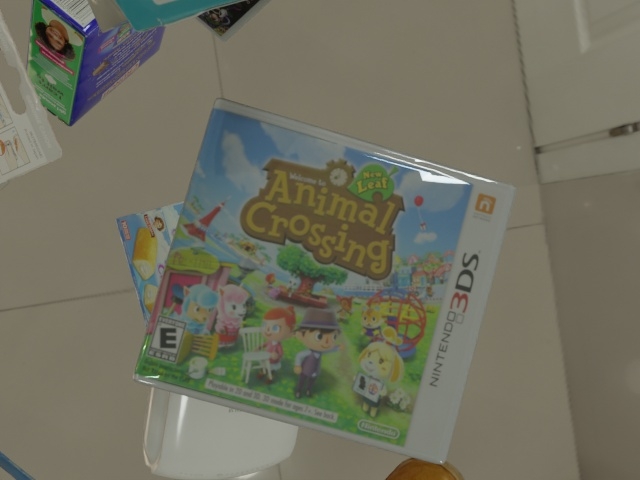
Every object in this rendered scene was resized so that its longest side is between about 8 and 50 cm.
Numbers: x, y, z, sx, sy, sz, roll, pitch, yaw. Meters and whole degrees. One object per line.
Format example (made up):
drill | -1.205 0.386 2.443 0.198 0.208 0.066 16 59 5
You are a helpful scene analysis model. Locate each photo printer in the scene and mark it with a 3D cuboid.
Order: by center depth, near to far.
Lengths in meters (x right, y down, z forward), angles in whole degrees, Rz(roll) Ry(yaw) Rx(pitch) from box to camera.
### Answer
photo printer | -0.144 0.229 1.305 0.256 0.107 0.308 4 104 -31

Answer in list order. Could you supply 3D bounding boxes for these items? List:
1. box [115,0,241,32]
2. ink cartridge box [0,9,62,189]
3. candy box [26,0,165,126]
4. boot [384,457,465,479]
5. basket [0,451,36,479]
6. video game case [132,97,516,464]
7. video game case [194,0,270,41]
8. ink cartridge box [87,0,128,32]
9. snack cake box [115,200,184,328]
box | -0.014 -0.199 0.382 0.060 0.100 0.244 58 39 -39
ink cartridge box | -0.365 -0.135 0.852 0.224 0.056 0.181 -19 99 24
candy box | -0.390 -0.387 1.494 0.122 0.317 0.268 39 61 -2
boot | -0.010 0.286 0.548 0.211 0.104 0.295 14 98 -51
basket | -0.387 0.390 0.935 0.254 0.289 0.201 31 125 3
video game case | 0.006 0.027 0.552 0.212 0.023 0.193 16 85 -3
video game case | -0.115 -0.285 0.758 0.190 0.173 0.022 37 55 -22
ink cartridge box | -0.180 -0.351 1.078 0.231 0.134 0.078 -29 108 -22
snack cake box | -0.324 0.059 1.780 0.089 0.152 0.265 -22 99 -50
